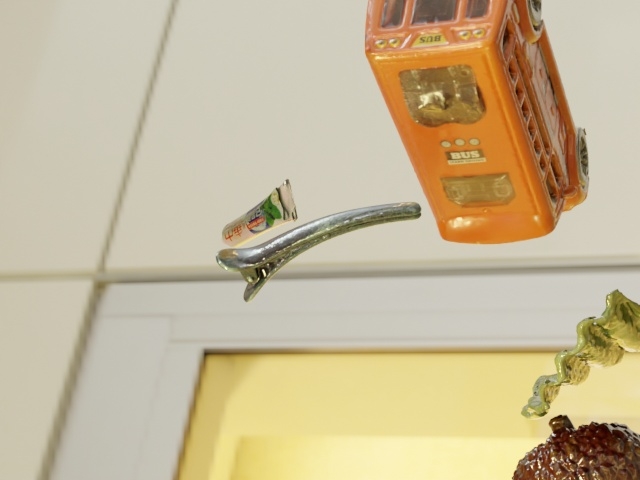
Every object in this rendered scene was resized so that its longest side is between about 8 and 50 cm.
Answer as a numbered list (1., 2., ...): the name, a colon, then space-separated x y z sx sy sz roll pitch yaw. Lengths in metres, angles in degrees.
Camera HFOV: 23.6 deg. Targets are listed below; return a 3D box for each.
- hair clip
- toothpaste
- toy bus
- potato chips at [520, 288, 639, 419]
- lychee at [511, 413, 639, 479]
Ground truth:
1. hair clip: 0.000 0.000 1.994 0.083 0.275 0.048 58 -159 -27
2. toothpaste: -0.067 -0.021 1.651 0.028 0.170 0.045 -4 -103 -29
3. toy bus: 0.145 -0.106 1.371 0.329 0.143 0.153 63 -150 -49
4. potato chips: 0.438 0.132 2.147 0.389 0.373 0.097 99 146 -75
5. lychee: 0.384 0.375 2.167 0.236 0.236 0.271 7 -112 -70
